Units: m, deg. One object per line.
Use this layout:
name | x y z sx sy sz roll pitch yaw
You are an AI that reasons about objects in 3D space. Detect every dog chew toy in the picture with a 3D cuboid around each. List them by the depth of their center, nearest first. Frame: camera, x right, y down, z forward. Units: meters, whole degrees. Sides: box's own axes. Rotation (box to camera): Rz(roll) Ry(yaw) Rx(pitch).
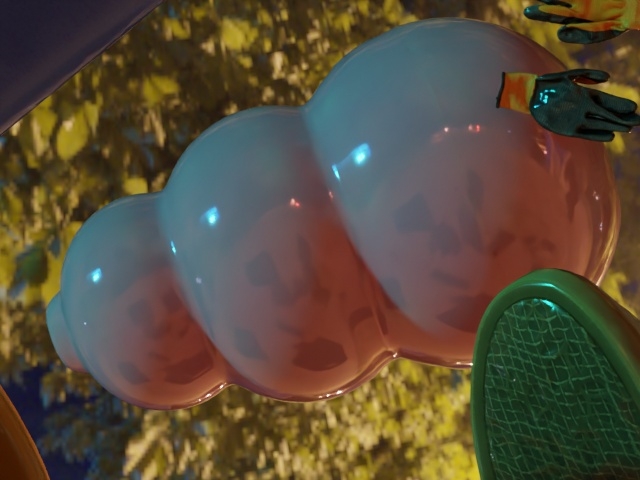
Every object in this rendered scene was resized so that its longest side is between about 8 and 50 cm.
dog chew toy | 0.000 0.000 0.757 0.331 0.207 0.207 -20 -39 1

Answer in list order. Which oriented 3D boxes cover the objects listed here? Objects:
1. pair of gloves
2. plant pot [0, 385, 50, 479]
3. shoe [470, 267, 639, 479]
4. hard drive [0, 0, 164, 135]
pair of gloves | 0.129 -0.092 0.636 0.074 0.010 0.083 14 -72 12
plant pot | -0.199 0.113 0.322 0.188 0.205 0.205 -18 -36 34
shoe | 0.113 0.110 0.411 0.076 0.219 0.058 -26 -6 38
hard drive | -0.165 -0.145 0.503 0.318 0.040 0.210 -38 -59 7
